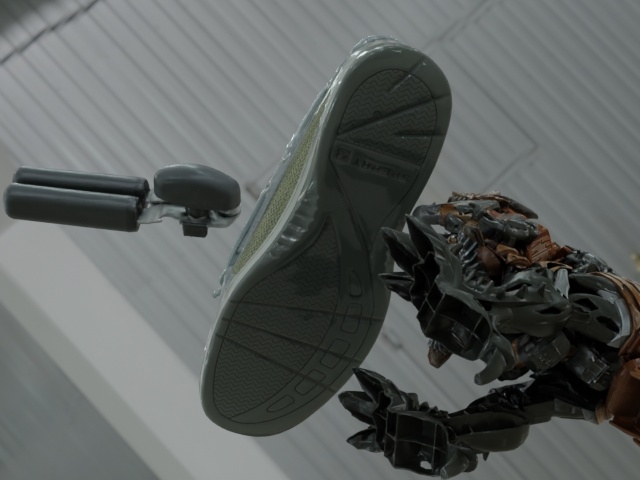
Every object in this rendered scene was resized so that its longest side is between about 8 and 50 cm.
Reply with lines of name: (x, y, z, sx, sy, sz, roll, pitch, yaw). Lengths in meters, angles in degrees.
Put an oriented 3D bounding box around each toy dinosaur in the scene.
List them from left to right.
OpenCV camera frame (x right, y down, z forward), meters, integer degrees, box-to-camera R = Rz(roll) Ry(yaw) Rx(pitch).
toy dinosaur: (0.144, 0.057, 0.867, 0.218, 0.164, 0.322, -5, 13, -29)

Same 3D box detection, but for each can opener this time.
can opener: (-0.225, -0.057, 1.578, 0.074, 0.280, 0.093, -77, -12, -54)

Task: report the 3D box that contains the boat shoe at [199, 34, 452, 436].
boat shoe: (-0.002, -0.002, 1.033, 0.103, 0.118, 0.320, -119, 49, -71)
